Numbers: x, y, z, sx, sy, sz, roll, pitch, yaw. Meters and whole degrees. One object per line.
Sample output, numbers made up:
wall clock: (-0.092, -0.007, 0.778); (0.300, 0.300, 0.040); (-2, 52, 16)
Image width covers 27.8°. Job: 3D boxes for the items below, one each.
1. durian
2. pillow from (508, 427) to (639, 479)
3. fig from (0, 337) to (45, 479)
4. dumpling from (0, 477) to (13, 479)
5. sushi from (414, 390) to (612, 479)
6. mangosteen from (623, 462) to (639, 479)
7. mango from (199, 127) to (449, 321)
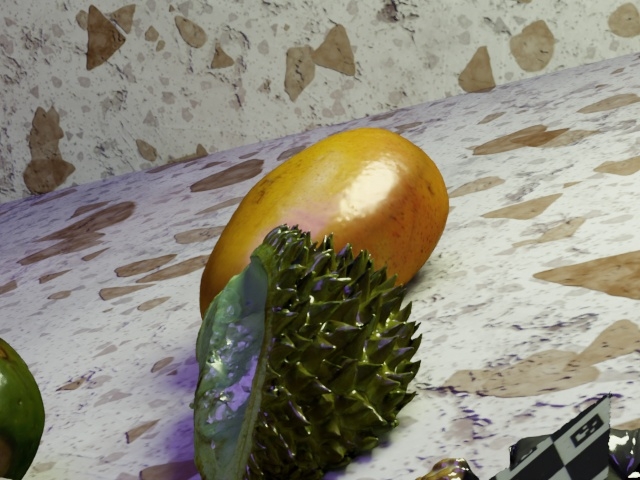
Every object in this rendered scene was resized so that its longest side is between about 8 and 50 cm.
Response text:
durian: (-0.020, 0.097, 1.207); (0.198, 0.163, 0.394); (-53, 24, 21)
pillow: (0.242, 0.172, 0.706); (0.326, 0.101, 0.228); (-13, 18, 24)
fig: (-0.379, 0.189, 1.217); (0.245, 0.195, 0.195); (-46, 21, -11)
dumpling: (-0.408, 0.231, 0.983); (0.395, 0.233, 0.315); (-13, 19, -25)
sushi: (0.041, 0.189, 0.736); (0.279, 0.043, 0.192); (-41, 6, 23)
mangosteen: (0.243, 0.168, 0.374); (0.347, 0.307, 0.307); (22, 31, 23)
mango: (0.000, 0.000, 1.478); (0.350, 0.201, 0.199); (-38, -3, -36)
